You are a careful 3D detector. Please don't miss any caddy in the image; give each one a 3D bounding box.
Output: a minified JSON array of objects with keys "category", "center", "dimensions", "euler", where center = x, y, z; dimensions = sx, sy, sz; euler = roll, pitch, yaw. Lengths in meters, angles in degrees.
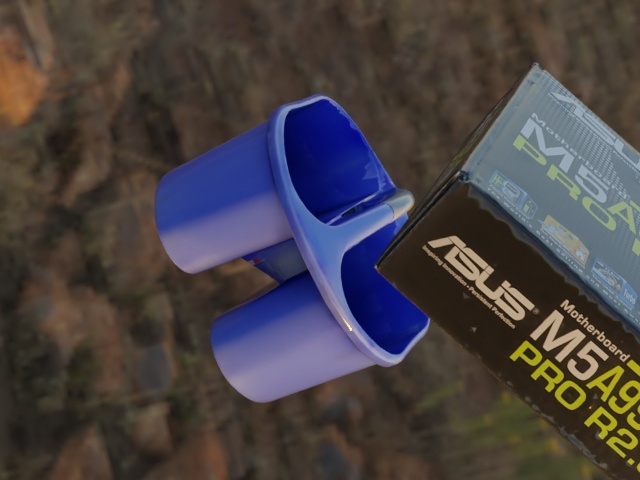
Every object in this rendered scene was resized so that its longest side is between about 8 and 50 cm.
[{"category":"caddy","center":[0.000,0.000,1.673],"dimensions":[0.241,0.179,0.341],"euler":[65,16,-3]}]

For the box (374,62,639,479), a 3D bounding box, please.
[{"category":"box","center":[0.163,0.048,0.862],"dimensions":[0.270,0.060,0.216],"euler":[42,24,0]}]
